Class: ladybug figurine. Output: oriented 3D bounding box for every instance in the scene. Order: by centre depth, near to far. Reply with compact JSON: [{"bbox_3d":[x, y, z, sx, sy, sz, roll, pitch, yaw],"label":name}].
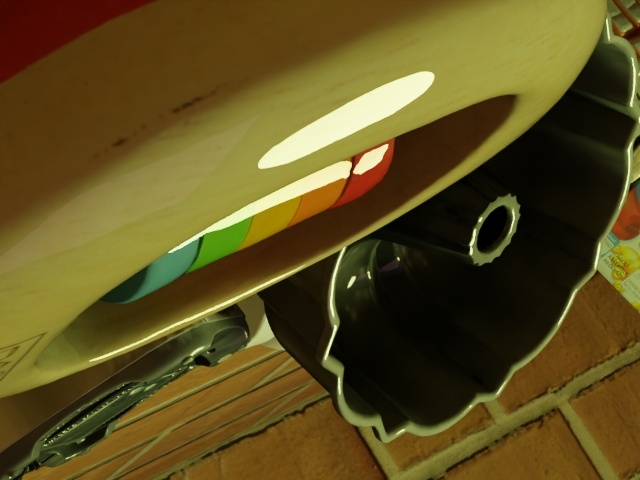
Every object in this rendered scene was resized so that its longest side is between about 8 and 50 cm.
[{"bbox_3d":[-0.065,-0.064,0.782,0.449,0.162,0.305,-24,169,-39],"label":"ladybug figurine"}]

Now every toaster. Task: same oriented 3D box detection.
[{"bbox_3d":[-0.171,0.059,1.158,0.227,0.146,0.129,-34,170,18],"label":"toaster"}]

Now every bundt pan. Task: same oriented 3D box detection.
[{"bbox_3d":[0.075,-0.032,1.201,0.331,0.124,0.330,-32,137,-35],"label":"bundt pan"}]

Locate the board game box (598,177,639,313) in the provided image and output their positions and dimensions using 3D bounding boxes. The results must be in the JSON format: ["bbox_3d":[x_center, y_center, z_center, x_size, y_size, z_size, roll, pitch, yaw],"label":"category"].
[{"bbox_3d":[0.373,-0.059,1.535,0.275,0.144,0.142,-42,-173,20],"label":"board game box"}]

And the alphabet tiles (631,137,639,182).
[{"bbox_3d":[0.250,-0.070,1.626,0.278,0.021,0.284,-48,-173,-27],"label":"alphabet tiles"}]

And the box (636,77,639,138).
[{"bbox_3d":[0.157,-0.085,1.508,0.311,0.121,0.148,-37,170,34],"label":"box"}]

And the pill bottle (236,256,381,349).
[{"bbox_3d":[0.000,0.000,1.377,0.152,0.152,0.272,-38,168,39],"label":"pill bottle"}]

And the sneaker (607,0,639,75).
[{"bbox_3d":[0.248,-0.183,1.350,0.215,0.084,0.083,-39,-175,-24],"label":"sneaker"}]
